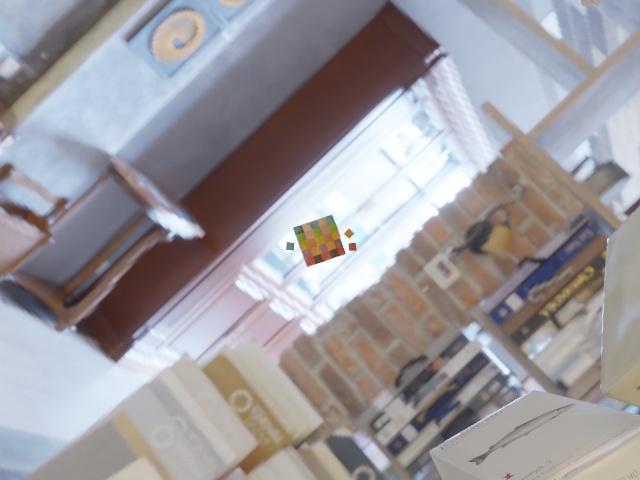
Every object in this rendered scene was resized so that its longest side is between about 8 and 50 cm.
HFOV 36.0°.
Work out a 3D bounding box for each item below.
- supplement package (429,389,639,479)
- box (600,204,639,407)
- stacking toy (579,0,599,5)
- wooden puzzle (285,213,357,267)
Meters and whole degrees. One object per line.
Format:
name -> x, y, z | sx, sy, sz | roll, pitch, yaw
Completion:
supplement package -> 0.167, 0.180, 0.678 | 0.105, 0.105, 0.179 | 63, -13, -4
box -> 0.276, 0.006, 0.532 | 0.149, 0.126, 0.232 | 20, -38, -7
stacking toy -> 0.398, -0.351, 1.257 | 0.221, 0.052, 0.167 | 31, -9, 39
wooden puzzle -> 0.000, 0.000, 1.120 | 0.006, 0.083, 0.049 | 144, -74, -74
